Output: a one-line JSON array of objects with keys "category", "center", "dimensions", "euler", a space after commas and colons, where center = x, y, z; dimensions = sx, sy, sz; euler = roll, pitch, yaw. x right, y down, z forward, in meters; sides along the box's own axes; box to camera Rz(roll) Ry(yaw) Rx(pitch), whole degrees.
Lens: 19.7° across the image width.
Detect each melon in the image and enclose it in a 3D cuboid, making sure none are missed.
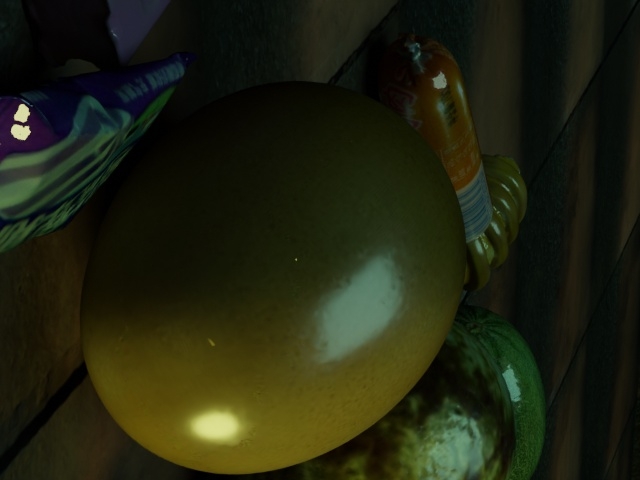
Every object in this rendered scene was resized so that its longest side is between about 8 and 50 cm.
[{"category": "melon", "center": [0.161, 0.199, 2.047], "dimensions": [0.182, 0.182, 0.287], "euler": [-61, 152, -45]}]

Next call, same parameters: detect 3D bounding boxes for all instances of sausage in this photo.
[{"category": "sausage", "center": [0.116, -0.112, 1.908], "dimensions": [0.312, 0.093, 0.093], "euler": [69, 36, -56]}]

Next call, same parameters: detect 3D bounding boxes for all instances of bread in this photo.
[{"category": "bread", "center": [0.189, -0.019, 2.182], "dimensions": [0.119, 0.084, 0.177], "euler": [76, 34, -49]}]

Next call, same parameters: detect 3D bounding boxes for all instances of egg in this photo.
[{"category": "egg", "center": [0.036, 0.183, 1.598], "dimensions": [0.289, 0.238, 0.238], "euler": [-40, 140, -30]}, {"category": "egg", "center": [-0.034, 0.027, 1.286], "dimensions": [0.322, 0.250, 0.250], "euler": [-50, 145, -48]}]

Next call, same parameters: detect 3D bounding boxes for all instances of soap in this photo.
[{"category": "soap", "center": [-0.124, -0.214, 1.195], "dimensions": [0.122, 0.065, 0.203], "euler": [81, 25, -43]}]

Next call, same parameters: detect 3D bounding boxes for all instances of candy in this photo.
[{"category": "candy", "center": [-0.169, -0.049, 1.096], "dimensions": [0.145, 0.070, 0.275], "euler": [-44, 173, 22]}]

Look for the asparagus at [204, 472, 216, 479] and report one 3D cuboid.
[{"category": "asparagus", "center": [-0.091, 0.166, 1.553], "dimensions": [0.013, 0.016, 0.166], "euler": [-31, 127, -64]}]
